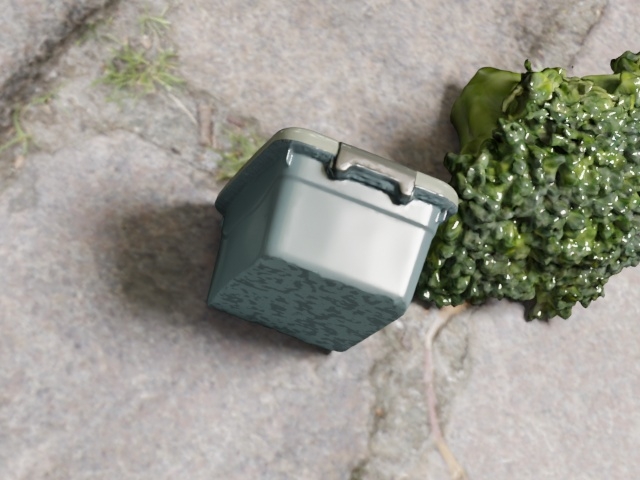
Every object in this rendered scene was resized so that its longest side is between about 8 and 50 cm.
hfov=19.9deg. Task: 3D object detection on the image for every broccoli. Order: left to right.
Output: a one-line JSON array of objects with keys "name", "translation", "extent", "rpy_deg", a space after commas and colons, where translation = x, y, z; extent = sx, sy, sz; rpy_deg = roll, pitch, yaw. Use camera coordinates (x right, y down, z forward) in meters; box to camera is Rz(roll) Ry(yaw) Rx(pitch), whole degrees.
[{"name": "broccoli", "translation": [0.201, -0.061, 1.677], "extent": [0.288, 0.248, 0.245], "rpy_deg": [1, 24, -13]}]

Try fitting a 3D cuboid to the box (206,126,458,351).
[{"name": "box", "translation": [0.000, 0.000, 1.509], "extent": [0.162, 0.227, 0.130], "rpy_deg": [20, 71, -13]}]
